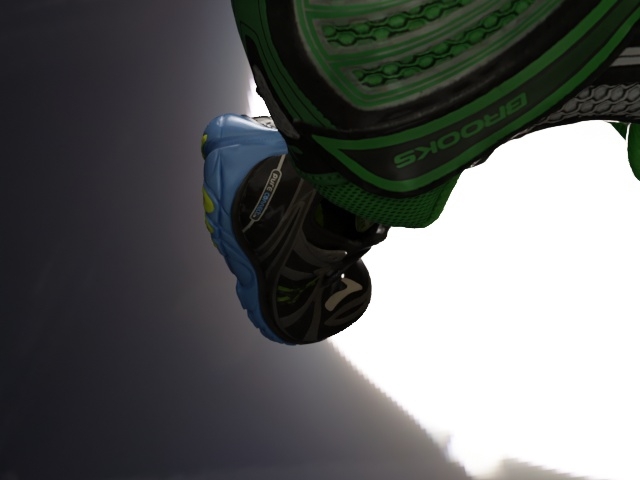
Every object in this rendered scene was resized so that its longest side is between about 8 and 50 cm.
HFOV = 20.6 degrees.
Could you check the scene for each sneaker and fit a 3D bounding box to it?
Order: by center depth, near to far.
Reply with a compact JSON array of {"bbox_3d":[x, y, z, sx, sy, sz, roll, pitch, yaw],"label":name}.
[{"bbox_3d":[0.124,-0.106,0.526,0.343,0.146,0.134,-16,-146,-19],"label":"sneaker"},{"bbox_3d":[0.000,0.000,0.796,0.078,0.188,0.067,-2,-113,11],"label":"sneaker"}]
